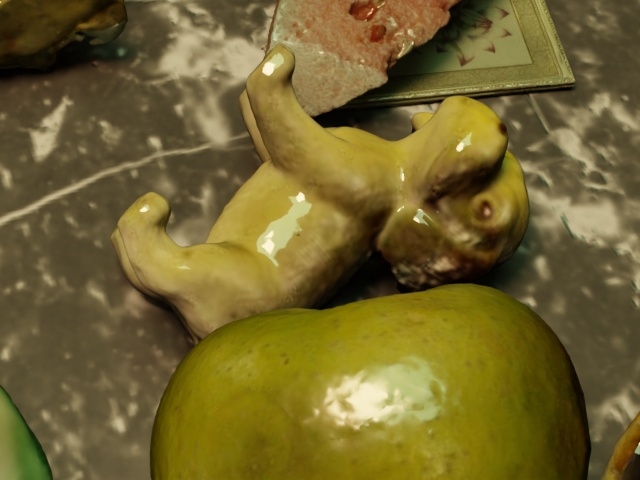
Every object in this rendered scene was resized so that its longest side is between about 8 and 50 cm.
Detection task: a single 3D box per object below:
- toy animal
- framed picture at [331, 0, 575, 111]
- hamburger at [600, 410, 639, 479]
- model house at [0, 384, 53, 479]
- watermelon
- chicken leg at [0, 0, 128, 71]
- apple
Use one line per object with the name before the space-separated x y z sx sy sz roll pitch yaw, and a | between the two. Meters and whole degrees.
toy animal | -0.001 -0.017 0.758 0.233 0.121 0.169 -36 91 -17
framed picture | 0.061 -0.180 0.947 0.173 0.010 0.231 -8 54 -9
hamburger | 0.198 0.124 0.634 0.131 0.185 0.159 27 41 20
model house | -0.325 0.064 0.573 0.280 0.312 0.245 4 46 49
watermelon | 0.027 -0.167 0.886 0.154 0.094 0.241 26 57 4
chicken leg | -0.336 -0.145 0.817 0.429 0.201 0.153 -21 39 -10
apple | 0.023 0.101 0.628 0.196 0.196 0.157 -3 81 -6
